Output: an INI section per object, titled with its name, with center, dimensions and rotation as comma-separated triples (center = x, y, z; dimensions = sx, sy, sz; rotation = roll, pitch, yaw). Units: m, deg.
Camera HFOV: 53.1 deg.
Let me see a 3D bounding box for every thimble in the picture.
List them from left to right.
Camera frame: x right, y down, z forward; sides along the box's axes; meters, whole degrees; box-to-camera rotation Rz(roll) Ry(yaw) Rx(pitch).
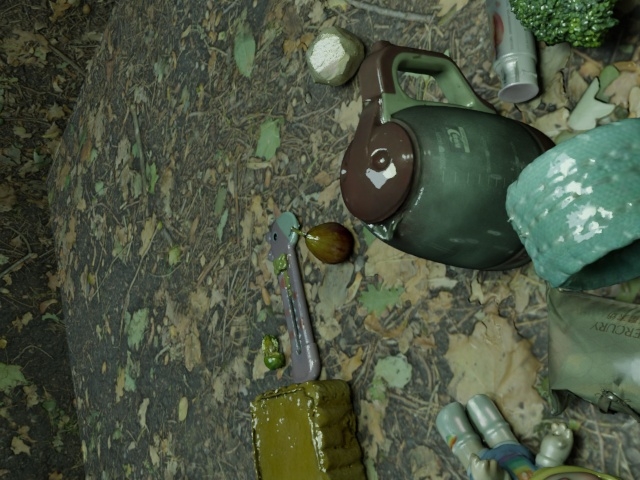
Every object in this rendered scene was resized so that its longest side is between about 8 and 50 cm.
[thimble]
center = 0.339, -0.035, 0.750
dimensions = 0.198, 0.235, 0.143
rotation = 80, 175, -64

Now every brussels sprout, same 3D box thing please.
[brussels sprout]
center = -0.107, 0.252, 1.432
dimensions = 0.051, 0.046, 0.083
rotation = -60, 33, 33

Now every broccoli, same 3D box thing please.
[broccoli]
center = 0.333, -0.359, 0.855
dimensions = 0.176, 0.226, 0.198
rotation = 16, 122, 34

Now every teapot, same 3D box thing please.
[teapot]
center = 0.166, -0.122, 0.912
dimensions = 0.233, 0.312, 0.314
rotation = -15, 73, 48

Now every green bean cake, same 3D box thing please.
[green bean cake]
center = -0.028, 0.391, 1.233
dimensions = 0.230, 0.131, 0.224
rotation = -26, 67, 44

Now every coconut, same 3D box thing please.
[coconut]
center = 0.023, -0.367, 1.299
dimensions = 0.124, 0.110, 0.110
rotation = -52, 47, 28

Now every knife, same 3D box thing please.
[knife]
center = -0.062, 0.125, 1.392
dimensions = 0.132, 0.038, 0.398
rotation = -39, 55, 45

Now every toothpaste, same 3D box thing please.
[toothpaste]
center = 0.290, -0.371, 0.995
dimensions = 0.100, 0.066, 0.323
rotation = 146, 127, -61

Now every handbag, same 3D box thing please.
[handbag]
center = 0.377, 0.154, 0.761
dimensions = 0.270, 0.117, 0.182
rotation = 8, 99, 54

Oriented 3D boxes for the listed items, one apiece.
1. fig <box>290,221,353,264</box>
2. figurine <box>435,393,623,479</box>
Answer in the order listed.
[fig]
center = 0.000, 0.000, 1.260
dimensions = 0.089, 0.125, 0.088
rotation = -21, 64, 51
[figurine]
center = 0.298, 0.354, 0.823
dimensions = 0.382, 0.225, 0.205
rotation = -104, 13, -62
